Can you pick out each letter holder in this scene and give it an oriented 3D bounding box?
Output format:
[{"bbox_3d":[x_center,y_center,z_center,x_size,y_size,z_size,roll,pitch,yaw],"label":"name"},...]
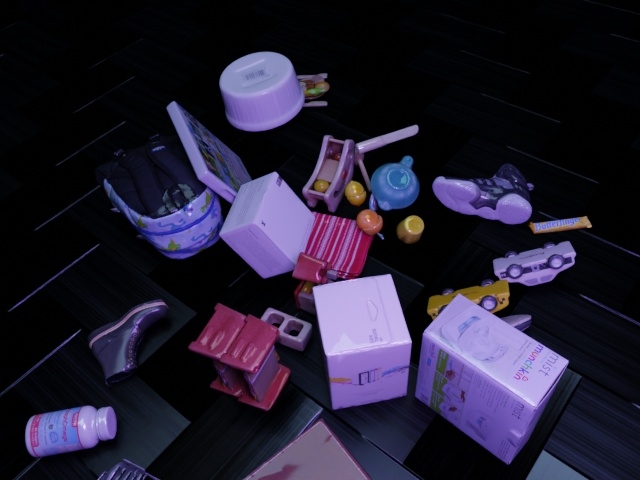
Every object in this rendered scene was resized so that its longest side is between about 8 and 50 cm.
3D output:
[{"bbox_3d":[0.016,0.513,0.990,0.214,0.152,0.302,-33,54,-20],"label":"letter holder"}]

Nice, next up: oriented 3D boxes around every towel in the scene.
[{"bbox_3d":[0.000,0.000,1.521,0.275,0.031,0.198,13,50,16],"label":"towel"}]

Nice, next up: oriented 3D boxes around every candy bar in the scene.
[{"bbox_3d":[0.633,-0.040,1.510,0.162,0.018,0.040,-6,48,-2],"label":"candy bar"}]

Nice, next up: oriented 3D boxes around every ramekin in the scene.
[{"bbox_3d":[-0.200,-0.504,1.893,0.277,0.135,0.277,-6,49,8],"label":"ramekin"}]

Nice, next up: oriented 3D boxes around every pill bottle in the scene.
[{"bbox_3d":[-0.514,0.392,1.181,0.160,0.087,0.087,-10,49,-4],"label":"pill bottle"}]

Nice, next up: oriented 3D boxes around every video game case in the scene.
[{"bbox_3d":[-0.272,-0.201,1.559,0.036,0.300,0.329,-38,51,10],"label":"video game case"}]

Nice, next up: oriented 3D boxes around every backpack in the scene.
[{"bbox_3d":[-0.407,-0.117,1.536,0.290,0.273,0.356,-29,31,-22],"label":"backpack"}]

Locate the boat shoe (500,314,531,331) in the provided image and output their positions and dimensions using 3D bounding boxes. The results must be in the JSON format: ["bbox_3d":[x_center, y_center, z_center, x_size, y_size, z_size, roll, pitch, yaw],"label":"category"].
[{"bbox_3d":[0.394,0.226,1.283,0.206,0.075,0.064,-21,93,-20],"label":"boat shoe"}]

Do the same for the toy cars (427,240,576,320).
[{"bbox_3d":[0.433,0.113,1.341,0.394,0.087,0.176,-26,15,-20],"label":"toy cars"}]

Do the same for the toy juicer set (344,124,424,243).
[{"bbox_3d":[0.166,-0.153,1.537,0.209,0.089,0.328,1,73,-5],"label":"toy juicer set"}]

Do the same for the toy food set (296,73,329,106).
[{"bbox_3d":[-0.034,-0.540,1.993,0.133,0.038,0.192,-3,49,3],"label":"toy food set"}]

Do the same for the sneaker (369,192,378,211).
[{"bbox_3d":[0.194,-0.138,1.608,0.076,0.065,0.166,25,59,15],"label":"sneaker"}]

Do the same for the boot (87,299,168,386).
[{"bbox_3d":[-0.429,0.239,1.329,0.198,0.077,0.137,-32,57,-5],"label":"boot"}]

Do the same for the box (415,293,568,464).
[{"bbox_3d":[0.314,0.273,1.100,0.231,0.262,0.127,32,58,29],"label":"box"}]

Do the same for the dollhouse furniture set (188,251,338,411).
[{"bbox_3d":[-0.106,0.164,1.272,0.152,0.201,0.374,18,53,20],"label":"dollhouse furniture set"}]

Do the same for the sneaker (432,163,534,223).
[{"bbox_3d":[0.451,-0.145,1.567,0.269,0.101,0.153,19,52,13],"label":"sneaker"}]

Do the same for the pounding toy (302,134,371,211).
[{"bbox_3d":[0.070,-0.199,1.607,0.155,0.154,0.269,15,52,18],"label":"pounding toy"}]

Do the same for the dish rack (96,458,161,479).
[{"bbox_3d":[-0.338,0.530,1.055,0.272,0.074,0.208,17,52,19],"label":"dish rack"}]

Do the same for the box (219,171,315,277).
[{"bbox_3d":[-0.126,-0.036,1.405,0.119,0.182,0.181,-17,40,34],"label":"box"}]

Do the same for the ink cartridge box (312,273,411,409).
[{"bbox_3d":[0.084,0.213,1.190,0.168,0.232,0.171,-10,48,-4],"label":"ink cartridge box"}]
